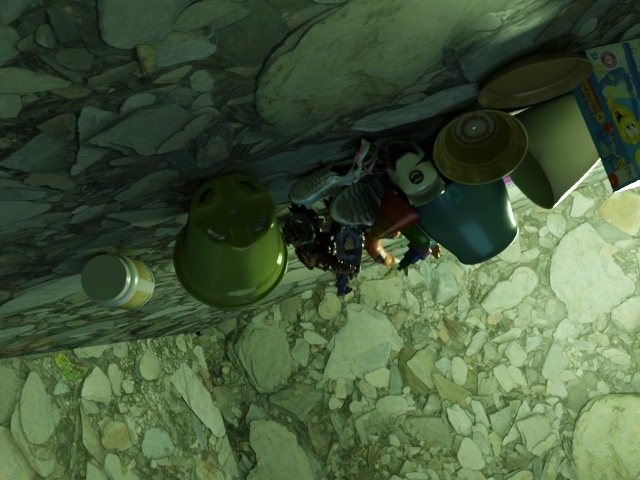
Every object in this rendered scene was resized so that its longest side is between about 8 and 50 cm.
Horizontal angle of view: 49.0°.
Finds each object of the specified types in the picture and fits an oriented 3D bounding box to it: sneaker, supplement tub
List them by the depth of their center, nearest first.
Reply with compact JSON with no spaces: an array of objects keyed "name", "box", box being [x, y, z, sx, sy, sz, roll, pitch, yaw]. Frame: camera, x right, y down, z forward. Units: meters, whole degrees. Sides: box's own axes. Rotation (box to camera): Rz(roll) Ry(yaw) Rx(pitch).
[{"name":"sneaker","box":[0.123,-0.175,1.635,0.077,0.071,0.178,23,176,10]},{"name":"sneaker","box":[0.006,-0.151,1.698,0.191,0.071,0.083,-26,164,-1]},{"name":"sneaker","box":[0.213,-0.192,1.725,0.123,0.146,0.330,-35,-167,3]},{"name":"sneaker","box":[0.092,-0.104,1.825,0.115,0.105,0.281,-13,-168,35]},{"name":"supplement tub","box":[-0.542,0.110,1.880,0.145,0.144,0.199,-19,170,2]}]

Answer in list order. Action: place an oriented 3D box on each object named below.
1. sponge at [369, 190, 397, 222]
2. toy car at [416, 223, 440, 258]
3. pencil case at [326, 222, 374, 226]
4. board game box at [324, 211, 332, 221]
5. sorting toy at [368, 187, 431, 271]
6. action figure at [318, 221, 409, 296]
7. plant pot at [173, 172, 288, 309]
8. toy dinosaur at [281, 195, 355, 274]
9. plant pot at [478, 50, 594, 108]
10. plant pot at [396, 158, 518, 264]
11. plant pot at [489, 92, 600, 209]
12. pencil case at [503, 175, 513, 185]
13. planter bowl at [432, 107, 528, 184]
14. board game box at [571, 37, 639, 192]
[{"name":"sponge","box":[0.151,-0.109,1.928,0.117,0.031,0.210,-6,-152,34]},{"name":"toy car","box":[0.299,-0.057,2.095,0.219,0.237,0.210,-18,-170,-18]},{"name":"pencil case","box":[0.120,-0.045,2.420,0.206,0.086,0.088,-16,-157,-7]},{"name":"board game box","box":[0.161,-0.111,2.274,0.281,0.027,0.145,-10,166,-38]},{"name":"sorting toy","box":[0.206,-0.001,1.874,0.126,0.127,0.365,-46,152,-5]},{"name":"action figure","box":[0.132,0.027,2.266,0.331,0.178,0.341,9,136,-7]},{"name":"plant pot","box":[-0.199,-0.014,1.587,0.276,0.275,0.254,-16,159,-15]},{"name":"toy dinosaur","box":[0.000,0.000,1.999,0.322,0.218,0.164,23,-149,28]},{"name":"plant pot","box":[0.444,-0.337,1.466,0.237,0.032,0.236,-10,170,-2]},{"name":"plant pot","box":[0.383,-0.084,1.866,0.272,0.255,0.271,-33,-163,12]},{"name":"plant pot","box":[0.615,-0.257,1.765,0.274,0.256,0.256,-34,170,-1]},{"name":"pencil case","box":[0.637,-0.240,2.221,0.237,0.104,0.104,-23,169,24]},{"name":"planter bowl","box":[0.367,-0.240,1.646,0.217,0.090,0.217,0,134,0]},{"name":"board game box","box":[0.728,-0.289,1.529,0.309,0.301,0.086,-16,170,-16]}]
